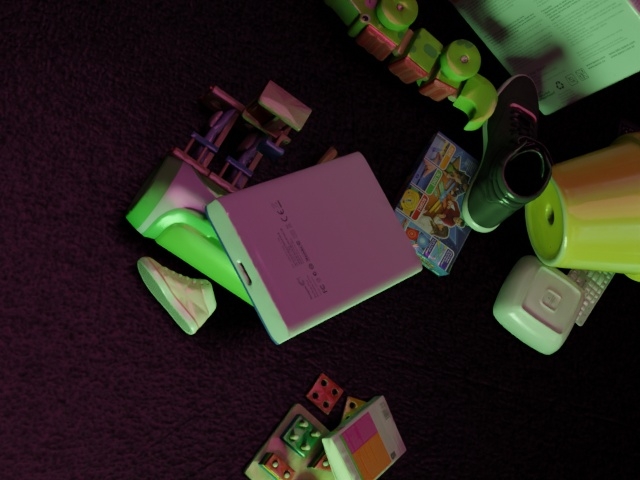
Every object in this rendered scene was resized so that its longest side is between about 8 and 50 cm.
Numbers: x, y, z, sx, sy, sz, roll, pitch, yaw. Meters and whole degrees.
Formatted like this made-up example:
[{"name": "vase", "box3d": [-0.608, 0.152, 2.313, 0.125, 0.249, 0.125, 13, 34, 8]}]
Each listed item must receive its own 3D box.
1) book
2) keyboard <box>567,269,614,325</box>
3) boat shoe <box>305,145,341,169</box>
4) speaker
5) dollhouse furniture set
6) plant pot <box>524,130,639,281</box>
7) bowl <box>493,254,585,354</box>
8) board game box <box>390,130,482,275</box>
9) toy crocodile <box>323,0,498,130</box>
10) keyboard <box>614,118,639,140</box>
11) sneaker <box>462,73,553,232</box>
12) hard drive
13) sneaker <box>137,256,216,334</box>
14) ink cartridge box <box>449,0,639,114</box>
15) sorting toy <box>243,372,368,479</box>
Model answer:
[{"name": "book", "box3d": [0.068, 0.307, 1.535, 0.144, 0.035, 0.096, -27, 97, -49]}, {"name": "keyboard", "box3d": [0.497, 0.034, 1.810, 0.072, 0.014, 0.256, 43, 67, -11]}, {"name": "boat shoe", "box3d": [-0.016, -0.069, 1.581, 0.060, 0.064, 0.178, 44, 64, -11]}, {"name": "speaker", "box3d": [-0.131, 0.003, 1.484, 0.296, 0.131, 0.131, 35, 69, -14]}, {"name": "dollhouse furniture set", "box3d": [-0.127, -0.152, 1.481, 0.129, 0.183, 0.129, 34, 69, -14]}, {"name": "plant pot", "box3d": [0.482, -0.051, 1.693, 0.239, 0.254, 0.254, -6, 83, -11]}, {"name": "bowl", "box3d": [0.376, 0.105, 1.718, 0.142, 0.053, 0.142, 35, 71, -8]}, {"name": "board game box", "box3d": [0.196, -0.061, 1.686, 0.136, 0.035, 0.201, 36, 69, -13]}, {"name": "toy crocodile", "box3d": [0.148, -0.308, 1.664, 0.340, 0.115, 0.105, 35, 70, -14]}, {"name": "keyboard", "box3d": [0.628, -0.151, 1.886, 0.192, 0.038, 0.100, 21, 73, -18]}, {"name": "sneaker", "box3d": [0.331, -0.160, 1.662, 0.104, 0.147, 0.296, 26, 68, -16]}, {"name": "hard drive", "box3d": [0.000, 0.000, 1.465, 0.318, 0.040, 0.210, -23, 82, -48]}, {"name": "sneaker", "box3d": [-0.205, 0.065, 1.485, 0.070, 0.051, 0.134, -42, 101, -25]}, {"name": "ink cartridge box", "box3d": [0.376, -0.386, 1.661, 0.330, 0.324, 0.071, 49, 66, -9]}, {"name": "sorting toy", "box3d": [-0.016, 0.328, 1.520, 0.132, 0.046, 0.274, 44, 67, -11]}]
